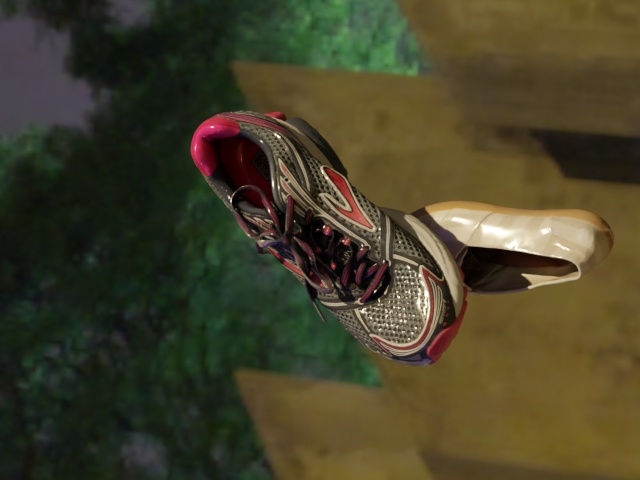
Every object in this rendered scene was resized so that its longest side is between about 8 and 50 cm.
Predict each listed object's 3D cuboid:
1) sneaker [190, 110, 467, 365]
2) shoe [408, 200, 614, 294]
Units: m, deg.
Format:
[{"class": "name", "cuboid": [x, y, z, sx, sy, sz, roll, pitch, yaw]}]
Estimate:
[{"class": "sneaker", "cuboid": [0.000, 0.000, 1.345, 0.112, 0.299, 0.121, 3, -56, -58]}, {"class": "shoe", "cuboid": [0.149, 0.009, 1.376, 0.077, 0.219, 0.058, 60, -135, -32]}]
